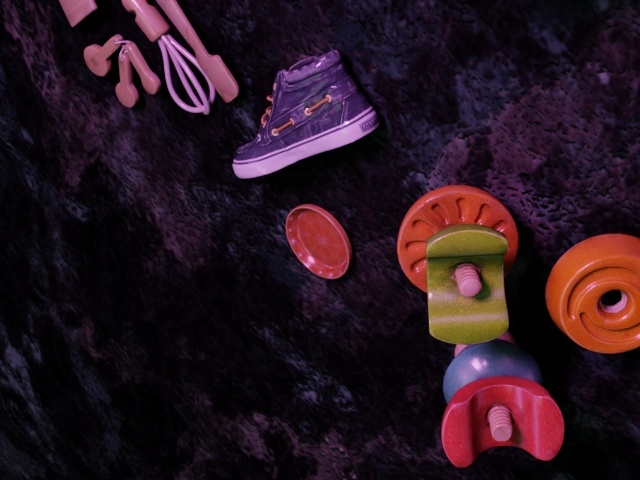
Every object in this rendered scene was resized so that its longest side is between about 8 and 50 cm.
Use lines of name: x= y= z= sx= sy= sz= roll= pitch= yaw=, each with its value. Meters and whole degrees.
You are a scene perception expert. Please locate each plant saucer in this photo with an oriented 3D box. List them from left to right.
plant saucer: x=0.000 y=0.000 z=1.263 sx=0.083 sy=0.013 sz=0.083 roll=28 pitch=137 yaw=31

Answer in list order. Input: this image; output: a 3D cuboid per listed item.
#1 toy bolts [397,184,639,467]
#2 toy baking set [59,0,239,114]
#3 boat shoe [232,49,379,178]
toy bolts: x=0.174 y=0.062 z=1.070 sx=0.218 sy=0.158 sz=0.228 roll=0 pitch=115 yaw=1
toy baking set: x=-0.179 y=-0.222 z=1.273 sx=0.256 sy=0.030 sz=0.196 roll=13 pitch=130 yaw=41
boat shoe: x=-0.028 y=-0.118 z=1.165 sx=0.183 sy=0.065 sz=0.083 roll=-17 pitch=104 yaw=44
